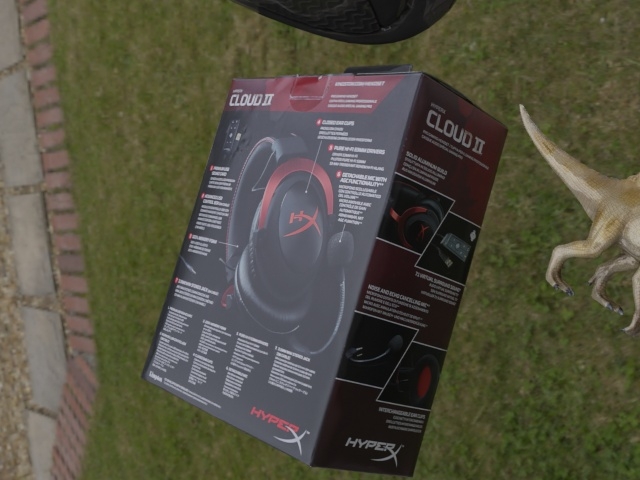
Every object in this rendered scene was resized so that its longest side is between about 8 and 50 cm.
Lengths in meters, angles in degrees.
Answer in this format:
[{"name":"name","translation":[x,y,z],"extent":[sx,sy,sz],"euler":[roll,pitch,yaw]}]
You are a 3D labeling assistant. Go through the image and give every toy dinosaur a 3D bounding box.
[{"name":"toy dinosaur","translation":[0.174,-0.006,0.459],"extent":[0.183,0.053,0.093],"euler":[42,111,45]}]

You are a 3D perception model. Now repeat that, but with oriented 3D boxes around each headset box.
[{"name":"headset box","translation":[0.000,0.000,0.612],"extent":[0.218,0.110,0.293],"euler":[10,82,48]}]

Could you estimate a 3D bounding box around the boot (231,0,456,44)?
[{"name":"boot","translation":[-0.052,-0.290,0.332],"extent":[0.138,0.377,0.284],"euler":[-24,38,57]}]
